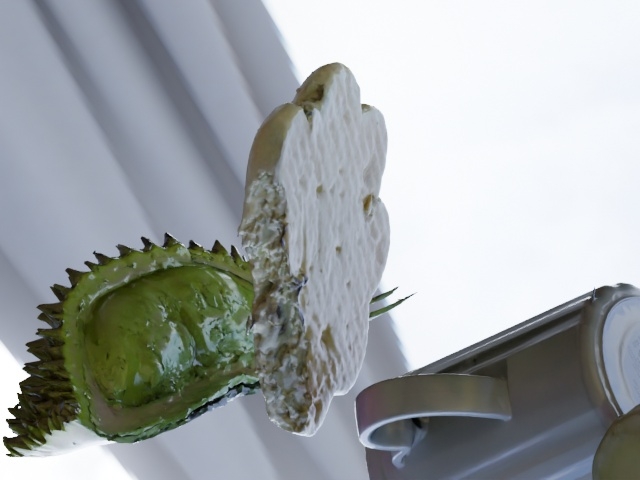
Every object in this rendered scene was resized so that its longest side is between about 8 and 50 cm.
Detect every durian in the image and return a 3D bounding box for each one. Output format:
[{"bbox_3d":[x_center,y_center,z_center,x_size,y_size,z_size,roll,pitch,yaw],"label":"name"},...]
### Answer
[{"bbox_3d":[-0.106,0.096,1.360,0.169,0.158,0.352,28,-151,31],"label":"durian"}]

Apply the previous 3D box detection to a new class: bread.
[{"bbox_3d":[0.000,0.000,1.232,0.039,0.251,0.182,9,-146,20],"label":"bread"}]

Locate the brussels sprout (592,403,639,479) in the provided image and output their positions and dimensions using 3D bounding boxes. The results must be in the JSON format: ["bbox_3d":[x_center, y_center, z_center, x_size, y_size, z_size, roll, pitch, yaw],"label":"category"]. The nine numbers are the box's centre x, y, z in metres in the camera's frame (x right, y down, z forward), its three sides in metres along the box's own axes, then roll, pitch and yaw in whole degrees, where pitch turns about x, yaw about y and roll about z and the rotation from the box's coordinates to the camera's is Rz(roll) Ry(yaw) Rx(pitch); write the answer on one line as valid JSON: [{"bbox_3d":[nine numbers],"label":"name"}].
[{"bbox_3d":[0.304,0.145,1.067,0.271,0.219,0.210,5,-176,-15],"label":"brussels sprout"}]

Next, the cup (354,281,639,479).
[{"bbox_3d":[0.140,0.137,1.216,0.202,0.167,0.221,-32,172,40],"label":"cup"}]
